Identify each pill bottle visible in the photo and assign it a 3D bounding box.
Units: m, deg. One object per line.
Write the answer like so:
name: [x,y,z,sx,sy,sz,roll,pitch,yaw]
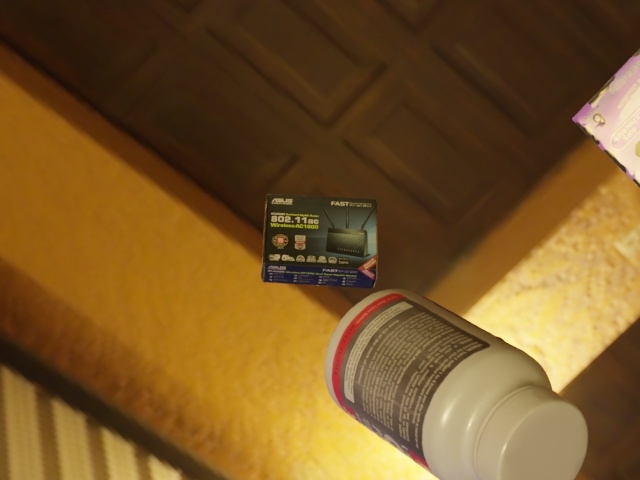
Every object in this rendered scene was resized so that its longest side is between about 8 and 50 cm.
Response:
pill bottle: [0.158,0.185,1.718,0.176,0.176,0.318,34,177,-38]

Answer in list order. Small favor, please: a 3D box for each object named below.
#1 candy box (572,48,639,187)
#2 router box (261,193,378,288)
candy box: [0.380,-0.110,1.465,0.196,0.165,0.070,48,-160,15]
router box: [0.000,0.000,1.562,0.122,0.038,0.092,3,-125,-3]
